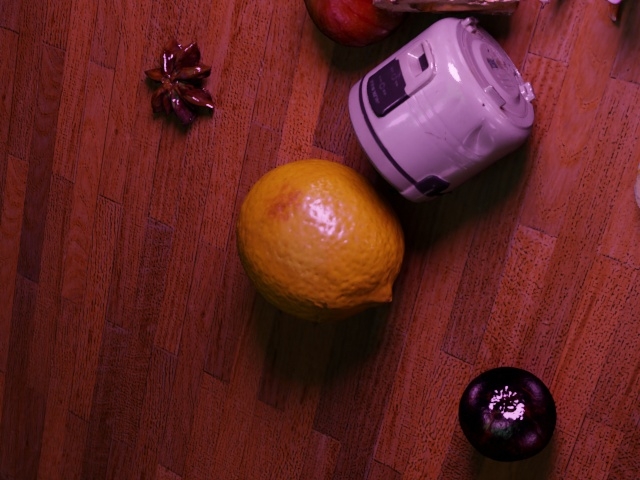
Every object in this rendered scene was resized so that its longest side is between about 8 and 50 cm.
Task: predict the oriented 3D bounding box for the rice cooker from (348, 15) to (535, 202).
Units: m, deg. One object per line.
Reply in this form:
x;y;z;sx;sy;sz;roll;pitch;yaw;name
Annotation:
0.163;-0.185;1.407;0.244;0.226;0.226;-35;84;35;rice cooker

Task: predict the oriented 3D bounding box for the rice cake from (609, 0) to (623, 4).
0.381;-0.489;1.197;0.064;0.070;0.398;9;99;13;rice cake

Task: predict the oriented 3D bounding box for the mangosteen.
0.288;0.270;1.504;0.153;0.152;0.152;8;107;29;mangosteen

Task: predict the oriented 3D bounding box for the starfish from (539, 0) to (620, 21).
0.370;-0.437;1.295;0.302;0.084;0.293;1;101;26;starfish

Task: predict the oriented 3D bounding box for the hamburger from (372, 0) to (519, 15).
0.171;-0.382;1.368;0.208;0.135;0.155;-7;91;5;hamburger

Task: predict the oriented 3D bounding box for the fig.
0.037;-0.370;1.440;0.175;0.207;0.175;3;98;26;fig

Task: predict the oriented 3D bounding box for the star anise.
-0.250;-0.278;1.724;0.168;0.057;0.167;8;107;28;star anise

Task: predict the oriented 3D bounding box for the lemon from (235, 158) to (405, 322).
-0.001;0.000;1.537;0.267;0.267;0.267;8;107;29;lemon

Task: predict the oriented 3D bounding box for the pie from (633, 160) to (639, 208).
0.539;-0.077;1.284;0.248;0.090;0.201;-39;84;36;pie
